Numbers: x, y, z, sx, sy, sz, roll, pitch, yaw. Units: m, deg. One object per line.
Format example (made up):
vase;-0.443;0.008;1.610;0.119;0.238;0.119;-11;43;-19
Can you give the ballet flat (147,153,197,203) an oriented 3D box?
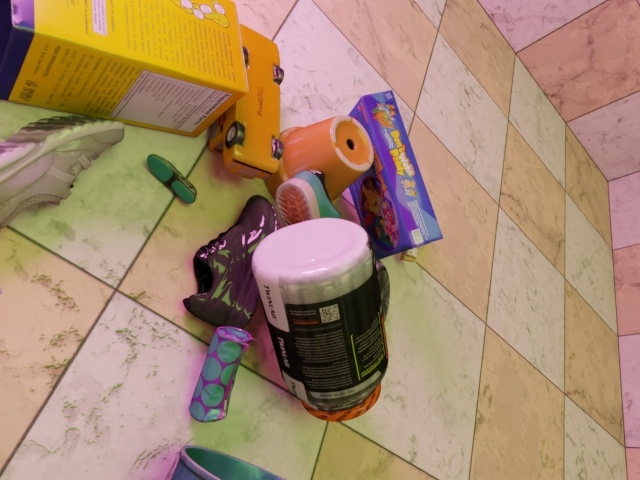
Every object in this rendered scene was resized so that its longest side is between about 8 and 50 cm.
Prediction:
ballet flat;-0.273;-0.116;0.896;0.114;0.041;0.041;49;48;-18

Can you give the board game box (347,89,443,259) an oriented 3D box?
board game box;0.145;-0.138;1.140;0.078;0.233;0.346;-17;86;-17

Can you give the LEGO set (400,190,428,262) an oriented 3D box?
LEGO set;0.212;-0.089;1.291;0.132;0.107;0.286;-24;109;-45

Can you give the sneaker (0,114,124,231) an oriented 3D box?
sneaker;-0.416;-0.114;0.740;0.281;0.105;0.115;-47;141;-46

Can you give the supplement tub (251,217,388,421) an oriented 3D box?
supplement tub;0.011;0.147;0.869;0.207;0.207;0.337;-40;130;-43

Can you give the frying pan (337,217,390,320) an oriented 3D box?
frying pan;0.108;0.070;1.072;0.197;0.053;0.325;-46;134;-55

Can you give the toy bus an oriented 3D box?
toy bus;-0.155;-0.281;0.995;0.108;0.130;0.332;16;64;-39

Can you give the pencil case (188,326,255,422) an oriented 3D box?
pencil case;-0.164;0.222;0.803;0.064;0.070;0.151;17;91;-62

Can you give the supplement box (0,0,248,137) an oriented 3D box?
supplement box;-0.330;-0.326;0.807;0.357;0.194;0.195;3;72;-42

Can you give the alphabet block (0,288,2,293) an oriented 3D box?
alphabet block;-0.501;0.065;0.475;0.197;0.193;0.193;53;25;-16

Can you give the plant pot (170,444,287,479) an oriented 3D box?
plant pot;-0.127;0.465;0.666;0.272;0.272;0.255;34;69;-29

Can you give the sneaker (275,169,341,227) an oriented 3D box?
sneaker;0.000;0.000;0.995;0.121;0.108;0.301;-41;130;-46

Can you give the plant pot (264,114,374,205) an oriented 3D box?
plant pot;0.007;-0.176;1.063;0.205;0.188;0.204;17;64;-38

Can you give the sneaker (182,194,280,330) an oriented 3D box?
sneaker;-0.163;0.024;0.896;0.130;0.109;0.286;28;55;-25
